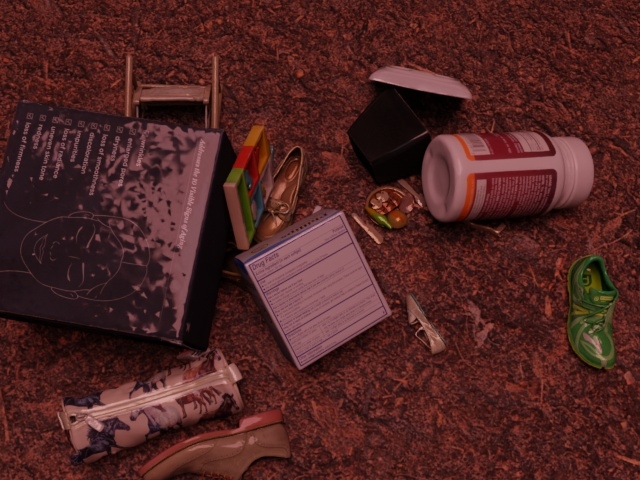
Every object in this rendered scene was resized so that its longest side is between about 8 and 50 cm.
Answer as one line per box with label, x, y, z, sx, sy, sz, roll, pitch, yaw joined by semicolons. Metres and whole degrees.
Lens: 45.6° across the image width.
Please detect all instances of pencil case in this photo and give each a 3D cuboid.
pencil case;-0.377;0.373;1.730;0.410;0.183;0.160;-17;80;-10

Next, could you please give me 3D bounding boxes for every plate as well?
plate;0.276;-0.438;2.080;0.277;0.277;0.045;13;105;4

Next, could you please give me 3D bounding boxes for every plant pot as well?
plant pot;0.180;-0.264;2.033;0.167;0.188;0.187;-33;66;-2

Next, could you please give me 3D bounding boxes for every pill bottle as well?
pill bottle;0.480;-0.168;1.958;0.391;0.224;0.224;-4;66;-16

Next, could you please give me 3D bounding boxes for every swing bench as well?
swing bench;-0.400;-0.353;2.065;0.253;0.165;0.255;1;72;-2

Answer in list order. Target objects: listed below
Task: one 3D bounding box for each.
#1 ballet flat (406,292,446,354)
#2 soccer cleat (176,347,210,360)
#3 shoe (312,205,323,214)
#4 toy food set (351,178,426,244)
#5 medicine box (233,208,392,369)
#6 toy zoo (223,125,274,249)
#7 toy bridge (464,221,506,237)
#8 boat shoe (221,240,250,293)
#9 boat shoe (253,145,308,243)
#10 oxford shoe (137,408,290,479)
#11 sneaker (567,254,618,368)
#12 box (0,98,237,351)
ballet flat;0.250;0.209;1.895;0.052;0.057;0.168;-32;70;-5
soccer cleat;-0.309;0.281;1.857;0.083;0.029;0.036;-13;63;-13
shoe;0.000;0.000;1.976;0.081;0.063;0.178;16;72;3
toy food set;0.186;-0.091;2.032;0.192;0.038;0.132;-40;73;-17
medicine box;-0.020;0.110;1.812;0.263;0.149;0.289;-29;101;-14
toy zoo;-0.163;-0.145;1.848;0.030;0.192;0.293;4;43;13
toy bridge;0.409;-0.070;2.037;0.188;0.026;0.063;42;72;15
boat shoe;-0.248;0.039;1.924;0.307;0.104;0.111;20;67;7
boat shoe;-0.109;-0.119;2.006;0.104;0.089;0.285;15;67;5
oxford shoe;-0.234;0.496;1.717;0.348;0.123;0.130;-19;74;-9
sneaker;0.675;0.172;1.887;0.109;0.123;0.296;0;67;-3
box;-0.467;-0.023;1.741;0.471;0.297;0.480;9;79;6
